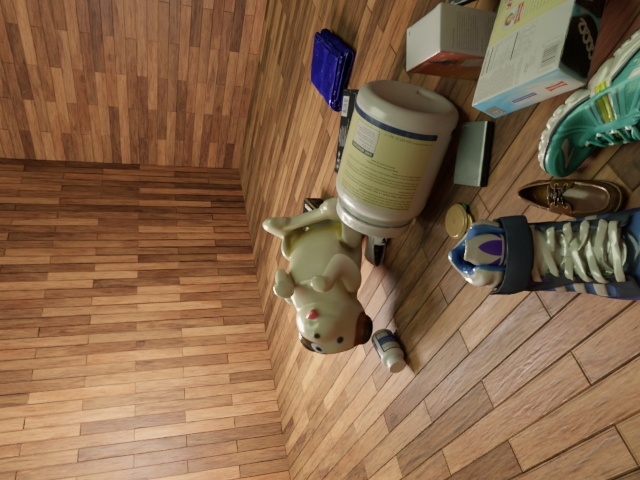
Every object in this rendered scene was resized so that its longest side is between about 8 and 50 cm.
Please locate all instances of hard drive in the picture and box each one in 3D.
[{"bbox_3d":[0.327,-0.186,1.030,0.094,0.022,0.135,-150,62,-68],"label":"hard drive"}]

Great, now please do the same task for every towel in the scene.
[{"bbox_3d":[0.028,-0.646,1.798,0.308,0.076,0.227,-114,31,-49],"label":"towel"}]

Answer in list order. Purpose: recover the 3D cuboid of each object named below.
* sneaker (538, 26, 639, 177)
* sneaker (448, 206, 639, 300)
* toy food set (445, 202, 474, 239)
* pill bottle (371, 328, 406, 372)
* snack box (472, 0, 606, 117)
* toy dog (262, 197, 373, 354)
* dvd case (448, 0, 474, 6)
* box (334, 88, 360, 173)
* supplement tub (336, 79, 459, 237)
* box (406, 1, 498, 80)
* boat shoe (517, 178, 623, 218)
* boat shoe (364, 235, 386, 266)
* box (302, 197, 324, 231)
[{"bbox_3d":[0.415,-0.178,0.673,0.275,0.107,0.110,117,138,-52],"label":"sneaker"},{"bbox_3d":[0.334,0.023,0.690,0.323,0.236,0.130,170,100,-71],"label":"sneaker"},{"bbox_3d":[0.310,-0.044,1.083,0.083,0.020,0.082,113,150,-49],"label":"toy food set"},{"bbox_3d":[0.194,0.311,1.349,0.120,0.067,0.067,-116,32,-52],"label":"pill bottle"},{"bbox_3d":[0.356,-0.371,0.752,0.187,0.060,0.322,-2,70,70],"label":"snack box"},{"bbox_3d":[0.009,0.138,1.450,0.395,0.285,0.408,47,-146,-64],"label":"toy dog"},{"bbox_3d":[0.322,-0.583,0.927,0.164,0.018,0.221,-4,85,39],"label":"dvd case"},{"bbox_3d":[0.142,-0.301,1.382,0.163,0.142,0.247,-134,48,-65],"label":"box"},{"bbox_3d":[0.169,-0.193,1.159,0.235,0.235,0.325,-113,30,-48],"label":"supplement tub"},{"bbox_3d":[0.275,-0.388,0.952,0.130,0.170,0.091,-174,85,-71],"label":"box"},{"bbox_3d":[0.396,-0.069,0.778,0.178,0.060,0.064,-155,66,-69],"label":"boat shoe"},{"bbox_3d":[0.171,-0.004,1.422,0.063,0.066,0.184,48,135,48],"label":"boat shoe"},{"bbox_3d":[0.000,0.000,1.886,0.322,0.079,0.257,-129,41,-61],"label":"box"}]
